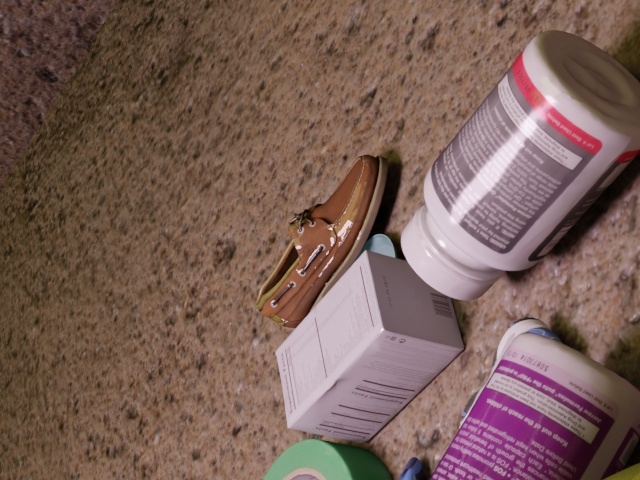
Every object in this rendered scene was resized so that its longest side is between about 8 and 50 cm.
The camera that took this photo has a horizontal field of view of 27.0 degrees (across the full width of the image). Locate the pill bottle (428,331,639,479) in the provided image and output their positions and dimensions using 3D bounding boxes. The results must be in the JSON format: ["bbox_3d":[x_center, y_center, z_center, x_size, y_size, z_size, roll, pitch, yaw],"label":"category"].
[{"bbox_3d":[0.203,0.262,1.390,0.302,0.169,0.169,-58,27,-9],"label":"pill bottle"}]

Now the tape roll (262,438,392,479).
[{"bbox_3d":[-0.005,0.440,1.853,0.321,0.077,0.321,-36,47,50],"label":"tape roll"}]

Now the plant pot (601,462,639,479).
[{"bbox_3d":[0.303,0.336,1.115,0.353,0.366,0.367,152,128,-68],"label":"plant pot"}]

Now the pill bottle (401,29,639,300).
[{"bbox_3d":[0.233,-0.077,1.576,0.318,0.176,0.176,-53,35,34],"label":"pill bottle"}]

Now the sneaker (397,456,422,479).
[{"bbox_3d":[0.117,0.347,1.712,0.053,0.059,0.144,97,-173,-54],"label":"sneaker"}]

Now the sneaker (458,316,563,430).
[{"bbox_3d":[0.225,0.196,1.558,0.081,0.080,0.211,32,106,64],"label":"sneaker"}]

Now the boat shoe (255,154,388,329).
[{"bbox_3d":[0.000,0.000,2.007,0.111,0.104,0.307,-102,36,-71],"label":"boat shoe"}]

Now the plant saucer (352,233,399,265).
[{"bbox_3d":[0.083,0.051,1.944,0.119,0.021,0.119,-34,48,49],"label":"plant saucer"}]

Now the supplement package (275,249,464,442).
[{"bbox_3d":[0.061,0.149,1.815,0.244,0.133,0.139,-49,37,38],"label":"supplement package"}]
